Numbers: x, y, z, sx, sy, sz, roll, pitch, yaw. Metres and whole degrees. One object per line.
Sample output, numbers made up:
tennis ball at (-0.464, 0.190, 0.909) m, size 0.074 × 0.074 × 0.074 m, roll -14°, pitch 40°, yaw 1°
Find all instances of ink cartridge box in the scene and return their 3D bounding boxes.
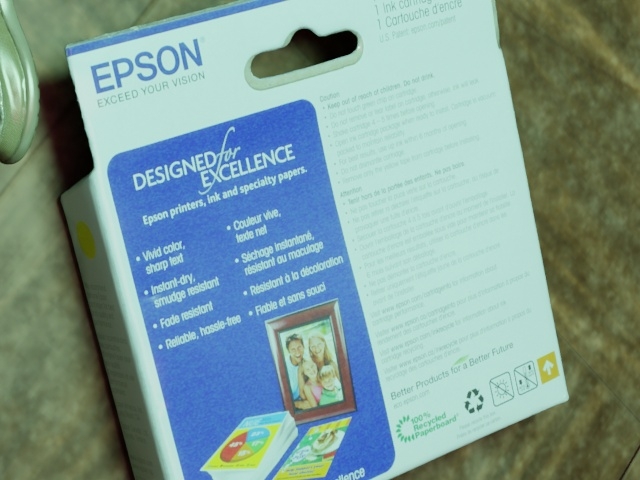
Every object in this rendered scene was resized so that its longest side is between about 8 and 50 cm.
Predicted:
ink cartridge box at (0.000, 0.000, 1.066) m, size 0.303 × 0.072 × 0.307 m, roll -19°, pitch 100°, yaw -32°

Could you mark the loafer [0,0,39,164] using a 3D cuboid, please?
loafer at (-0.189, -0.111, 0.936) m, size 0.050 × 0.056 × 0.148 m, roll -11°, pitch 89°, yaw -33°
